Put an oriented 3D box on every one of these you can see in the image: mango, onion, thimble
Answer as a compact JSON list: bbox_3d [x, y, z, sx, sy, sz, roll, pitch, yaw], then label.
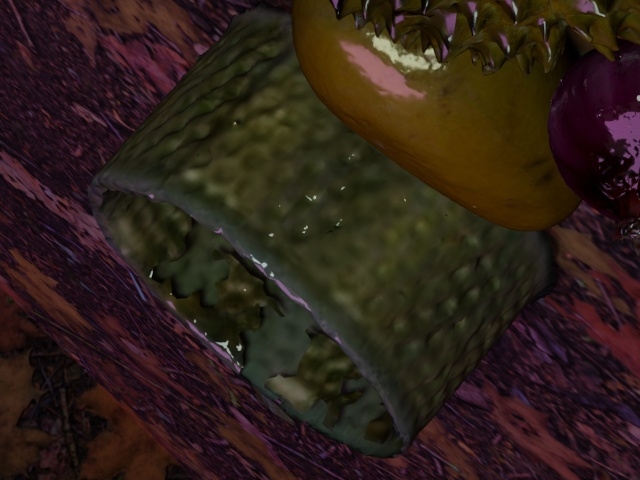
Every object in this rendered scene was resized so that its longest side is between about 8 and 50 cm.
[{"bbox_3d":[0.066,-0.077,0.954,0.137,0.098,0.195,20,161,46],"label":"mango"},{"bbox_3d":[0.153,-0.041,0.832,0.115,0.104,0.115,20,157,9],"label":"onion"},{"bbox_3d":[0.000,0.000,1.202,0.271,0.150,0.271,37,164,13],"label":"thimble"}]

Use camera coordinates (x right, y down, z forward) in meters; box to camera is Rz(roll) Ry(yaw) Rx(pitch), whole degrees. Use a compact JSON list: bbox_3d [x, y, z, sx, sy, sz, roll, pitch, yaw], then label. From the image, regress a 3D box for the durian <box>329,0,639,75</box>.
[{"bbox_3d":[0.049,-0.153,0.707,0.237,0.138,0.193,49,162,-23],"label":"durian"}]
